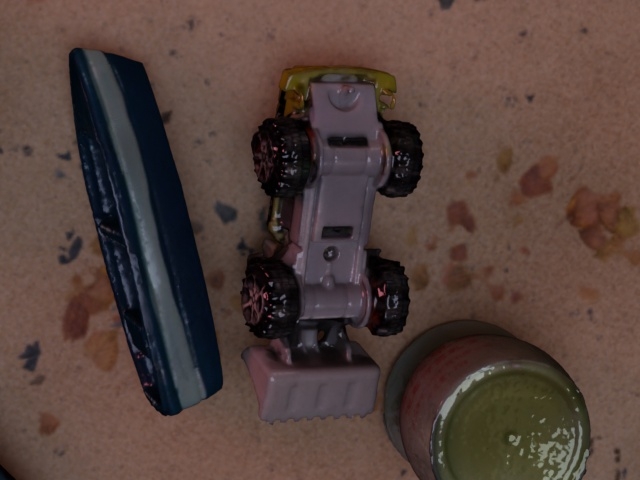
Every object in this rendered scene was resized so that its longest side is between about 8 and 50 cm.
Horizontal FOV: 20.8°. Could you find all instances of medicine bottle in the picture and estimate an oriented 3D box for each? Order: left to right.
[{"bbox_3d":[0.134,0.146,1.433,0.147,0.143,0.147,-3,101,-13],"label":"medicine bottle"}]

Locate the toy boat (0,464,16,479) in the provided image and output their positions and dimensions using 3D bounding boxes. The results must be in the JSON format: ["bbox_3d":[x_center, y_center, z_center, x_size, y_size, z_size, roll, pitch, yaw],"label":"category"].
[{"bbox_3d":[-0.343,0.149,1.353,0.392,0.136,0.079,49,61,-31],"label":"toy boat"}]

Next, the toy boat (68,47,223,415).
[{"bbox_3d":[-0.139,-0.011,1.380,0.061,0.096,0.299,-16,104,-16],"label":"toy boat"}]

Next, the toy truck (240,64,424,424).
[{"bbox_3d":[0.000,0.000,1.394,0.136,0.111,0.286,-1,107,-25],"label":"toy truck"}]
